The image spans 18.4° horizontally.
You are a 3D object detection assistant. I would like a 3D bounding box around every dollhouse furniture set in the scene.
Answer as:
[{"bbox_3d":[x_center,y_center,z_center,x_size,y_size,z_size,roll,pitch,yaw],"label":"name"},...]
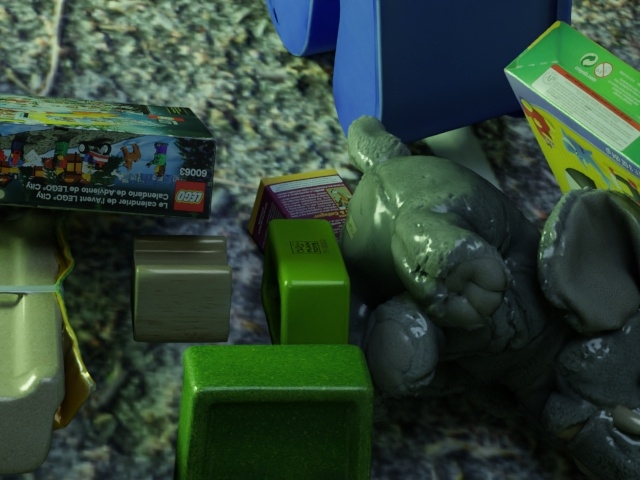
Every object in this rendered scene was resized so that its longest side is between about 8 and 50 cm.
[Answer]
[{"bbox_3d":[-0.135,0.091,0.988,0.302,0.151,0.197,1,26,-9],"label":"dollhouse furniture set"}]

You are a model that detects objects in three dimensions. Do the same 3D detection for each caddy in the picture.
[{"bbox_3d":[0.070,-0.220,1.270,0.179,0.341,0.241,-19,49,-14],"label":"caddy"}]

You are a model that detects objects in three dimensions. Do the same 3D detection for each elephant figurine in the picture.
[{"bbox_3d":[0.127,0.053,1.115,0.239,0.186,0.169,14,4,-20],"label":"elephant figurine"}]

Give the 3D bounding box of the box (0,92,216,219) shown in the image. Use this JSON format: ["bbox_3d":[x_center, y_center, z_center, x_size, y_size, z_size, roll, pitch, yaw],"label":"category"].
[{"bbox_3d":[-0.146,-0.052,1.098,0.159,0.044,0.233,5,7,-7],"label":"box"}]

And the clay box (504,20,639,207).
[{"bbox_3d":[0.198,-0.022,1.189,0.053,0.222,0.127,-41,49,-8],"label":"clay box"}]

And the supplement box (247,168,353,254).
[{"bbox_3d":[0.000,0.000,1.193,0.055,0.043,0.083,-8,44,-28],"label":"supplement box"}]
